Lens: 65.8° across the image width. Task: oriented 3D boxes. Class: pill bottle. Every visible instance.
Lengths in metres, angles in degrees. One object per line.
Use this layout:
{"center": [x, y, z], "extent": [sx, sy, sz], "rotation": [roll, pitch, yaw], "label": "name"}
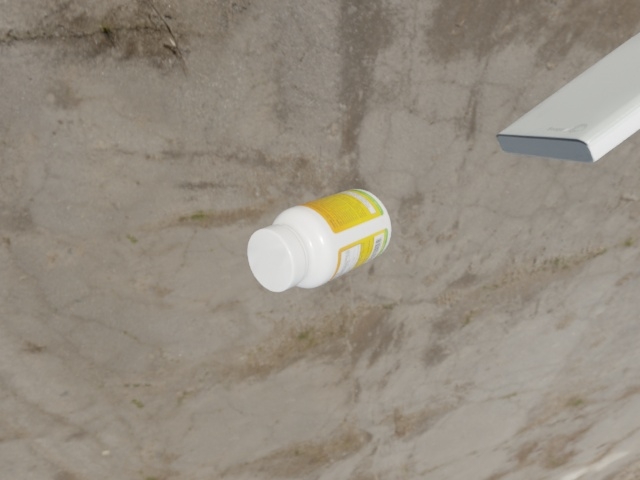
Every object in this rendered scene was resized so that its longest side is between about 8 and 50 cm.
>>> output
{"center": [0.000, 0.000, 0.836], "extent": [0.245, 0.136, 0.136], "rotation": [-22, 148, -46], "label": "pill bottle"}

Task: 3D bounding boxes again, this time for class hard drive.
{"center": [0.439, -0.224, 0.721], "extent": [0.307, 0.203, 0.040], "rotation": [-35, 109, -3], "label": "hard drive"}
